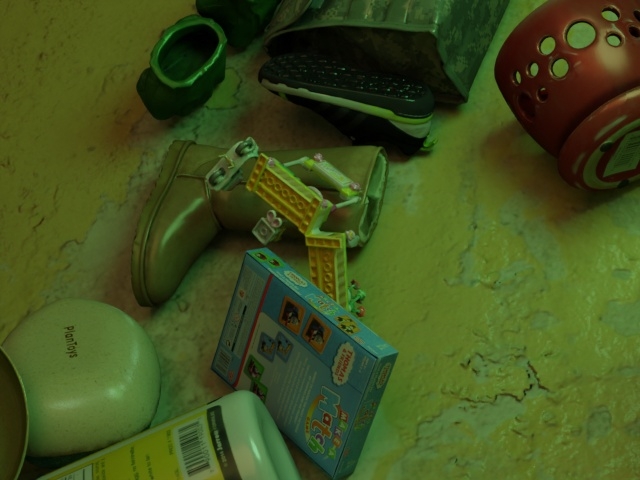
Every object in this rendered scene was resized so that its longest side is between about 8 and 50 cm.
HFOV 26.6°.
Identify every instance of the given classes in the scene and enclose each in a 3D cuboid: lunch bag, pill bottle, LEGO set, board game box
[{"bbox_3d":[0.078,-0.319,1.700,0.287,0.169,0.235,10,63,32],"label":"lunch bag"},{"bbox_3d":[-0.186,0.298,1.372,0.333,0.188,0.188,-24,54,4],"label":"pill bottle"},{"bbox_3d":[0.000,0.000,1.518,0.132,0.107,0.287,-38,79,35],"label":"LEGO set"},{"bbox_3d":[-0.023,0.130,1.457,0.039,0.160,0.211,-10,38,-44],"label":"board game box"}]

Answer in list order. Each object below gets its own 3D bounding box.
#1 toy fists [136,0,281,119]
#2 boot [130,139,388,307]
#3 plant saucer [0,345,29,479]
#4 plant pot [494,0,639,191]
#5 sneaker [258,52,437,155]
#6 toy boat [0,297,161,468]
[{"bbox_3d":[-0.136,-0.273,1.750,0.096,0.142,0.279,32,72,6],"label":"toy fists"},{"bbox_3d":[-0.074,-0.020,1.605,0.269,0.089,0.236,6,67,18],"label":"boot"},{"bbox_3d":[-0.402,0.200,1.397,0.240,0.037,0.241,-4,76,14],"label":"plant saucer"},{"bbox_3d":[0.314,-0.163,1.506,0.191,0.191,0.174,-27,62,0],"label":"plant pot"},{"bbox_3d":[0.028,-0.156,1.645,0.234,0.097,0.084,17,37,19],"label":"sneaker"},{"bbox_3d":[-0.335,0.179,1.516,0.318,0.148,0.267,-9,28,-5],"label":"toy boat"}]
